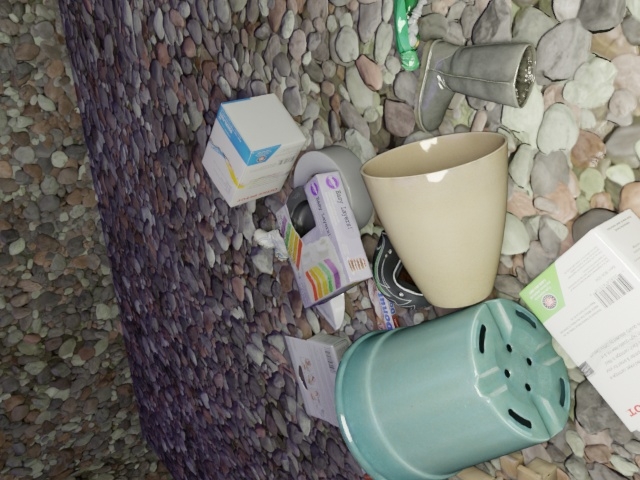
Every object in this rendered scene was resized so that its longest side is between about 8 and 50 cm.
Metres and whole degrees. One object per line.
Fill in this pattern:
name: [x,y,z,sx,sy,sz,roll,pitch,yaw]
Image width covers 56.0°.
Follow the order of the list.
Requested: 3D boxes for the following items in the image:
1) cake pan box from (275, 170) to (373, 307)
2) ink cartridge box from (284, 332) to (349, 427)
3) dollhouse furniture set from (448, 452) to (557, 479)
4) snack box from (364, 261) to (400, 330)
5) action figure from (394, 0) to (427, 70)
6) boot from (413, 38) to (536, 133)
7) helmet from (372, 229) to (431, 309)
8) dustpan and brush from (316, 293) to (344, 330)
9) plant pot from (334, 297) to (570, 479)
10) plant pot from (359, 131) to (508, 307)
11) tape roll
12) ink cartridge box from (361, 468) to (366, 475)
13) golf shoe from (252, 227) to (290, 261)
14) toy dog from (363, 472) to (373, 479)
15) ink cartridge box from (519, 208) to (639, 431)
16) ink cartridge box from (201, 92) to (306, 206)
cake pan box: [0.000,0.000,1.393,0.245,0.070,0.267,-33,71,56]
ink cartridge box: [0.016,0.404,1.754,0.239,0.060,0.275,1,109,55]
dollhouse furniture set: [0.324,0.588,1.331,0.355,0.173,0.303,12,116,51]
snack box: [0.146,0.139,1.467,0.064,0.022,0.178,-8,100,54]
action figure: [0.158,-0.424,1.080,0.137,0.063,0.232,-91,-2,-77]
boot: [0.268,-0.261,1.057,0.208,0.076,0.190,24,129,37]
helmet: [0.187,0.060,1.250,0.169,0.169,0.162,10,104,51]
dustpan and brush: [0.029,0.113,1.595,0.147,0.060,0.211,46,148,49]
plant pot: [0.260,0.284,1.152,0.334,0.341,0.341,-37,77,46]
plant pot: [0.225,-0.027,1.084,0.256,0.256,0.274,10,120,51]
tape roll: [0.028,-0.115,1.448,0.219,0.072,0.219,30,130,43]
ink cartridge box: [0.190,0.650,1.603,0.063,0.109,0.151,-22,90,59]
golf shoe: [-0.125,-0.009,1.740,0.176,0.069,0.086,31,111,38]
toy dog: [0.205,0.575,1.404,0.334,0.160,0.220,112,162,-58]
ink cartridge box: [0.477,0.124,0.925,0.273,0.114,0.198,55,144,20]
ink cartridge box: [-0.181,-0.235,1.581,0.168,0.171,0.233,56,143,18]
